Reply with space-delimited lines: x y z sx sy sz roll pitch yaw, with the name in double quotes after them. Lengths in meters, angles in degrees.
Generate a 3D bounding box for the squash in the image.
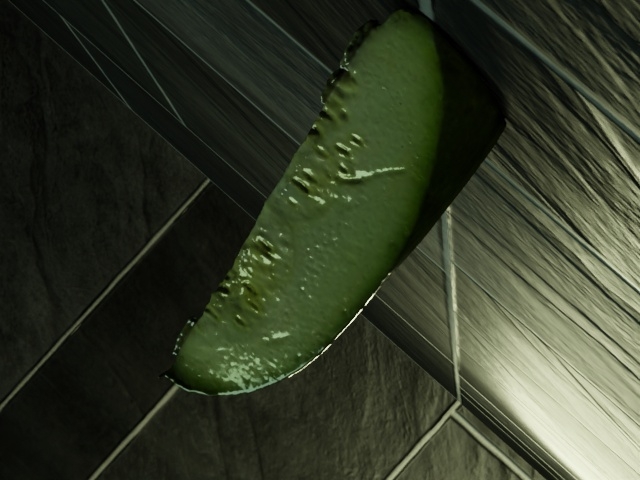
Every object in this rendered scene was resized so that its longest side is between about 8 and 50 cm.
0.000 0.000 1.084 0.093 0.252 0.169 40 175 14 "squash"
